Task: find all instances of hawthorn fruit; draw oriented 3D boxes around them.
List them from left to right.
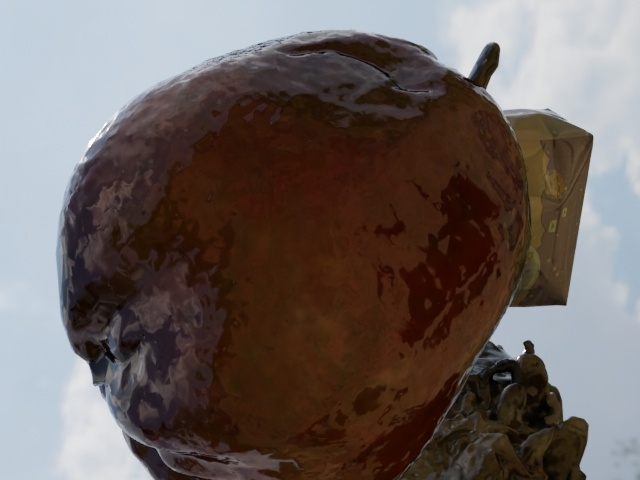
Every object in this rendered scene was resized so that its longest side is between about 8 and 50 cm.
[{"bbox_3d":[0.000,0.000,0.883,0.261,0.224,0.224,-35,-43,-11],"label":"hawthorn fruit"}]

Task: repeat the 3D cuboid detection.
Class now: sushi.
[{"bbox_3d":[0.086,0.195,1.421,0.218,0.225,0.238,-91,-1,-62],"label":"sushi"}]

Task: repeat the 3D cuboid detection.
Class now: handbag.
[{"bbox_3d":[0.064,-0.017,1.055,0.173,0.095,0.117,-4,-69,-28],"label":"handbag"}]
